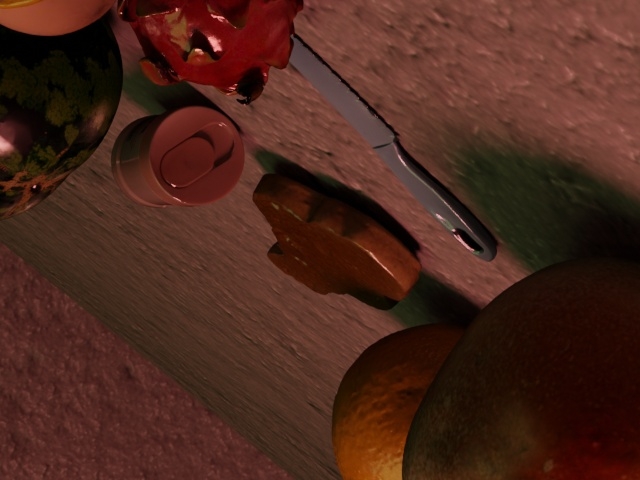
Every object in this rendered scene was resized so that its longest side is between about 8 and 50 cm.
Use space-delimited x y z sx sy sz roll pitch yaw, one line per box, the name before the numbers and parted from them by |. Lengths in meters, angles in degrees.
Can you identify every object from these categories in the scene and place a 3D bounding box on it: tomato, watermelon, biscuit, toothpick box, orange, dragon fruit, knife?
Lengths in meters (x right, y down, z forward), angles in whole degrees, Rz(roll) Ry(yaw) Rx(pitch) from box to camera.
tomato | 0.207 0.148 1.320 0.239 0.303 0.303 50 170 19
watermelon | -0.318 -0.148 1.636 0.269 0.269 0.269 35 166 10
biscuit | 0.007 0.005 1.752 0.183 0.047 0.320 40 166 2
toothpick box | -0.145 -0.082 1.739 0.098 0.098 0.149 42 165 -16
orange | 0.119 0.190 1.721 0.236 0.236 0.236 35 166 10
dragon fruit | -0.079 -0.170 1.259 0.133 0.136 0.166 19 178 29
knife | 0.047 -0.086 1.433 0.313 0.019 0.044 44 157 -20

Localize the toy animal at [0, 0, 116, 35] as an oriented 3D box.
toy animal | -0.222 -0.237 1.333 0.149 0.165 0.248 33 172 0
